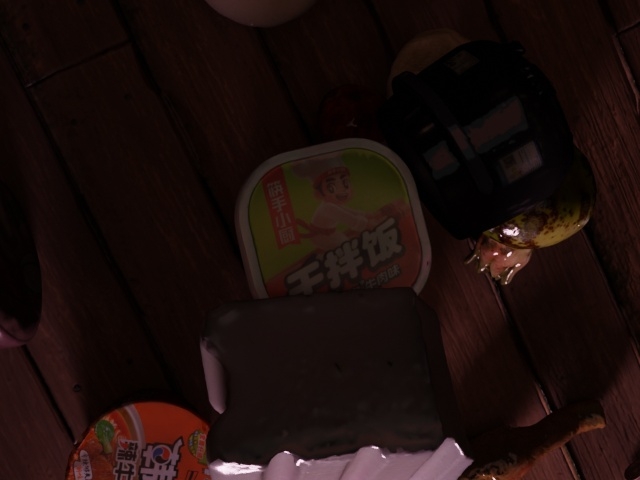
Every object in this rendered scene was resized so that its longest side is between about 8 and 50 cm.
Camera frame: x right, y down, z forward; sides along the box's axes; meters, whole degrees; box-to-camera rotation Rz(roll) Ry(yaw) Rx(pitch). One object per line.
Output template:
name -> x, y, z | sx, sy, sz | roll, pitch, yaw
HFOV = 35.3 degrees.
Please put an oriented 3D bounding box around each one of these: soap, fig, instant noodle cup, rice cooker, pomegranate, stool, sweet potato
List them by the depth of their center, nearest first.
soap -> 0.017, 0.229, 1.352 | 0.350, 0.435, 0.213 | -4, 69, -3
rice cooker -> 0.224, -0.152, 1.442 | 0.224, 0.267, 0.267 | -32, 99, -1
stool -> -0.545, 0.043, 1.500 | 0.178, 0.272, 0.272 | -14, 97, 5
instant noodle cup -> 0.000, 0.000, 1.539 | 0.294, 0.308, 0.294 | 0, 87, -9
instant noodle cup -> -0.273, 0.352, 1.595 | 0.250, 0.192, 0.250 | -1, 95, -10
fig -> 0.055, -0.191, 1.648 | 0.128, 0.150, 0.128 | 0, 73, 2
pomegranate -> 0.340, -0.048, 1.655 | 0.222, 0.204, 0.276 | -1, 101, -29
sweet potato -> 0.327, 0.369, 1.743 | 0.385, 0.109, 0.109 | -27, 99, -7

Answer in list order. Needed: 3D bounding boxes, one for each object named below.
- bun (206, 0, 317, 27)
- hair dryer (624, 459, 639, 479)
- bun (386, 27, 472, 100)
bun -> -0.078, -0.480, 1.576 | 0.263, 0.175, 0.263 | 10, 119, 19
hair dryer -> 0.690, 0.417, 1.838 | 0.195, 0.053, 0.220 | 44, 81, -11
bun -> 0.214, -0.230, 1.621 | 0.220, 0.134, 0.220 | -5, 97, -43
